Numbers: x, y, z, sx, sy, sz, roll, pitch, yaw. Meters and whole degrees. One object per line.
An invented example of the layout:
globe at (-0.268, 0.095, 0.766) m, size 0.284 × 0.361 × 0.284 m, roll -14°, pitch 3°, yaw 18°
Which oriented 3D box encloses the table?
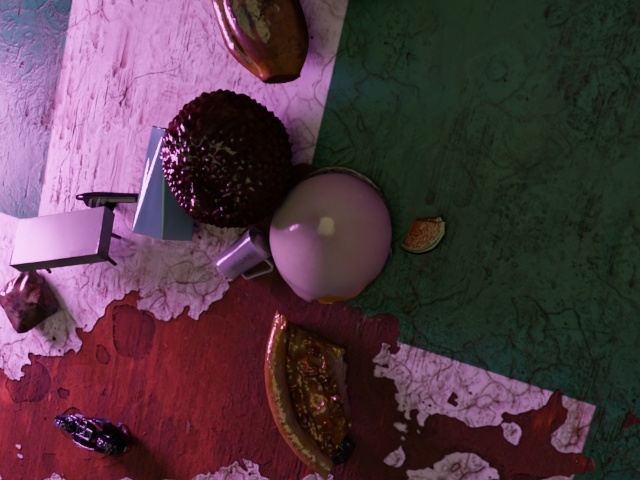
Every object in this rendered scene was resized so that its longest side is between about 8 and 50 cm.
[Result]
table at (-0.575, 0.012, 1.907) m, size 0.240 × 0.111 × 0.121 m, roll -7°, pitch 63°, yaw 20°

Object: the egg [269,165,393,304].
egg at (-0.002, -0.004, 1.686) m, size 0.264 × 0.174 × 0.286 m, roll 48°, pitch 112°, yaw 12°

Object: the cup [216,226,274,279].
cup at (-0.156, 0.040, 1.805) m, size 0.116 × 0.074 × 0.104 m, roll -37°, pitch 109°, yaw 23°

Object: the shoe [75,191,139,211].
shoe at (-0.481, -0.082, 1.899) m, size 0.179 × 0.071 × 0.049 m, roll 2°, pitch 102°, yaw 15°

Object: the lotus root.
lotus root at (-0.126, -0.450, 1.671) m, size 0.193 × 0.193 × 0.291 m, roll -23°, pitch 93°, yaw 20°

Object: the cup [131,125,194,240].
cup at (-0.325, -0.126, 1.810) m, size 0.134 × 0.148 × 0.235 m, roll 20°, pitch 101°, yaw 43°

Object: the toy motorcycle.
toy motorcycle at (-0.532, 0.459, 1.972) m, size 0.213 × 0.122 × 0.082 m, roll 16°, pitch 79°, yaw 29°

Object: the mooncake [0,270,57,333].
mooncake at (-0.713, 0.148, 2.006) m, size 0.125 × 0.073 × 0.130 m, roll -38°, pitch 86°, yaw 18°

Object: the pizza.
pizza at (-0.022, 0.321, 1.764) m, size 0.182 × 0.074 × 0.365 m, roll -11°, pitch 82°, yaw 1°

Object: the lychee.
lychee at (-0.185, -0.162, 1.667) m, size 0.276 × 0.304 × 0.275 m, roll 15°, pitch 141°, yaw 13°

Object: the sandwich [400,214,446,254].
sandwich at (0.215, -0.011, 1.688) m, size 0.069 × 0.026 × 0.101 m, roll 32°, pitch 103°, yaw 17°

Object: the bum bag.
bum bag at (-0.018, 0.420, 1.814) m, size 0.198 × 0.049 × 0.087 m, roll 41°, pitch 85°, yaw 10°
